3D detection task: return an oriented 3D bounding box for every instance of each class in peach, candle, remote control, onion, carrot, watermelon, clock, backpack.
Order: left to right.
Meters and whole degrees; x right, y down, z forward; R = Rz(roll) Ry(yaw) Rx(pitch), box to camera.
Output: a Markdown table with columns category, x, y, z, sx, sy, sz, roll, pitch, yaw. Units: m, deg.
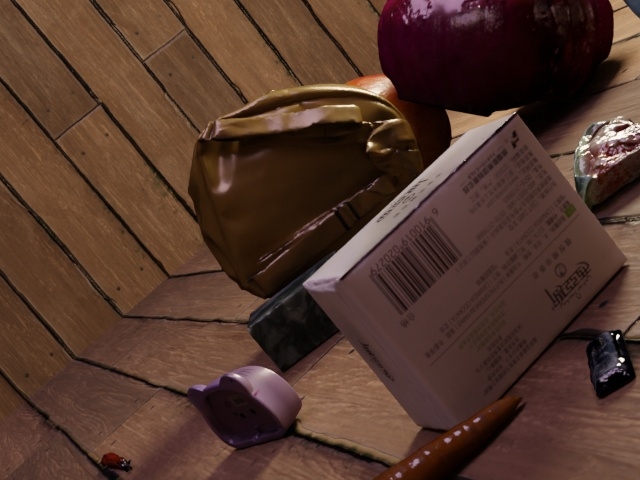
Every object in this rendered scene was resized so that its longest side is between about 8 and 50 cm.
| category | x | y | z | sx | sy | sz | roll | pitch | yaw |
| --- | --- | --- | --- | --- | --- | --- | --- | --- | --- |
| candle | -0.336 | 0.365 | 1.848 | 0.026 | 0.021 | 0.167 | -44 | 11 | -22 |
| clock | -0.098 | 0.206 | 1.439 | 0.153 | 0.110 | 0.050 | -26 | 18 | 51 |
| backpack | -0.015 | -0.073 | 1.798 | 0.378 | 0.353 | 0.201 | -13 | 1 | 3 |
| peach | 0.115 | -0.183 | 2.071 | 0.281 | 0.238 | 0.281 | -2 | 34 | 1 |
| carrot | 0.095 | 0.200 | 0.984 | 0.216 | 0.048 | 0.048 | -36 | 9 | -14 |
| onion | 0.291 | -0.420 | 1.889 | 0.398 | 0.420 | 0.398 | -2 | 16 | 1 |
| remote control | 0.244 | 0.101 | 0.955 | 0.039 | 0.014 | 0.096 | -36 | 9 | 18 |
| watermelon | 0.366 | -0.115 | 1.343 | 0.139 | 0.071 | 0.187 | -24 | 17 | 43 |

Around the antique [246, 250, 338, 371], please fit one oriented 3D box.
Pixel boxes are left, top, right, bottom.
| category | x | y | z | sx | sy | sz | roll | pitch | yaw |
| --- | --- | --- | --- | --- | --- | --- | --- | --- | --- |
| antique | -0.012 | 0.100 | 1.673 | 0.183 | 0.088 | 0.086 | -37 | 10 | 8 |

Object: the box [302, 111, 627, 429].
| category | x | y | z | sx | sy | sz | roll | pitch | yaw |
| --- | --- | --- | --- | --- | --- | --- | --- | --- | --- |
| box | 0.144 | 0.032 | 1.104 | 0.260 | 0.194 | 0.111 | -42 | 10 | -22 |

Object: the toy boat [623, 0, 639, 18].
| category | x | y | z | sx | sy | sz | roll | pitch | yaw |
| --- | --- | --- | --- | --- | --- | --- | --- | --- | --- |
| toy boat | 0.531 | -0.488 | 1.718 | 0.215 | 0.330 | 0.123 | -34 | -7 | 42 |
